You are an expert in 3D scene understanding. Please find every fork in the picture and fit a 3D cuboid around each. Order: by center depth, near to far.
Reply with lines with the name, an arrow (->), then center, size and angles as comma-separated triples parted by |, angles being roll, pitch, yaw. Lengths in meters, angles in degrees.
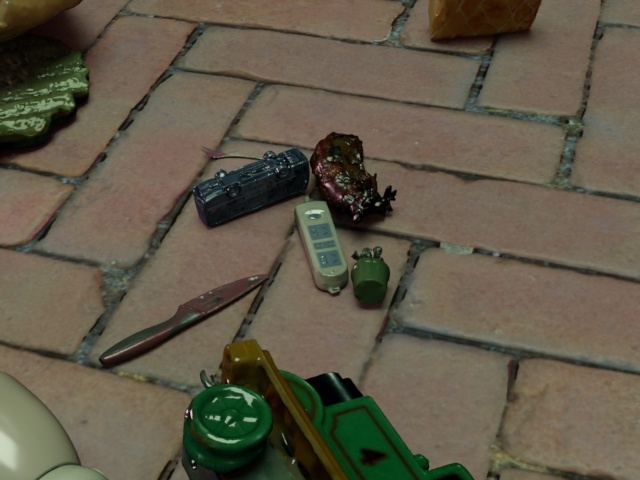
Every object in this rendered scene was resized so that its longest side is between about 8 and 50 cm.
fork -> -0.122, -0.128, 1.568 | 0.115, 0.012, 0.016 | 7, 45, 4

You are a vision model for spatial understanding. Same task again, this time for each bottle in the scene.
bottle -> -0.291, 0.248, 1.038 | 0.236, 0.147, 0.147 | 33, 51, 25

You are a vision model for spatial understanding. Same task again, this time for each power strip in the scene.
power strip -> 0.000, 0.000, 1.392 | 0.048, 0.030, 0.191 | -9, 41, -8

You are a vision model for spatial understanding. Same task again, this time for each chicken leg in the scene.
chicken leg -> 0.039, -0.093, 1.472 | 0.105, 0.063, 0.234 | 12, 30, -27

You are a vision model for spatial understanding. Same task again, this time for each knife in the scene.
knife -> -0.167, 0.094, 1.305 | 0.247, 0.018, 0.035 | -27, 43, -30

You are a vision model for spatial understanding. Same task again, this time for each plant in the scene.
plant -> 0.063, 0.036, 1.333 | 0.051, 0.051, 0.102 | -1, 34, 2

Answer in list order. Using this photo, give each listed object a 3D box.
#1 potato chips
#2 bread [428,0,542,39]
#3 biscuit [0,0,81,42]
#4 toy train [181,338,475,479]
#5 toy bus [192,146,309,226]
potato chips -> -0.576, -0.221, 1.660 | 0.429, 0.070, 0.358 | -12, 38, -12
bread -> 0.277, -0.404, 1.777 | 0.188, 0.125, 0.068 | -7, 61, -4
biscuit -> -0.595, -0.379, 1.758 | 0.429, 0.104, 0.446 | -24, 25, -28
toy train -> 0.015, 0.256, 0.987 | 0.249, 0.178, 0.429 | -12, 41, -25
toy bus -> -0.095, -0.075, 1.460 | 0.166, 0.065, 0.047 | -22, 43, -19
